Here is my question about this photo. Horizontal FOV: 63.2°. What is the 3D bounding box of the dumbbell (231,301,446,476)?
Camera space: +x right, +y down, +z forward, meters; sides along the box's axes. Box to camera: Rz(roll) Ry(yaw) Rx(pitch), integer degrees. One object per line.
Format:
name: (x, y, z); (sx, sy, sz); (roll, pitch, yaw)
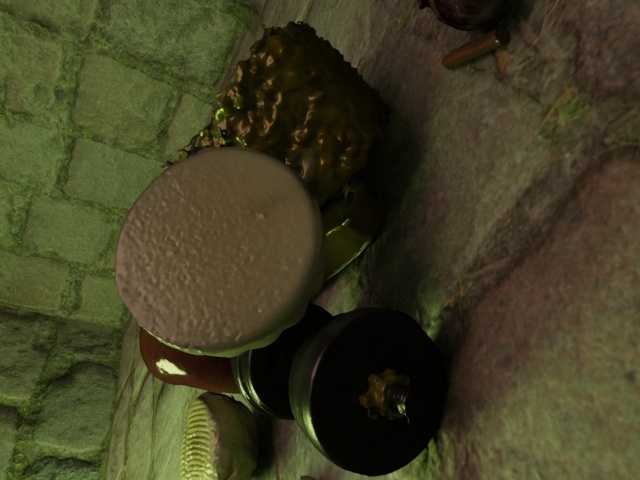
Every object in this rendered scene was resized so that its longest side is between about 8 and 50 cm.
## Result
dumbbell: (0.008, 0.172, 0.686); (0.388, 0.185, 0.185); (-5, 70, 64)

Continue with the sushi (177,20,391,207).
sushi: (-0.073, -0.164, 0.884); (0.351, 0.240, 0.396); (-46, 12, 24)

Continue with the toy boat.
toy boat: (0.000, 0.000, 0.920); (0.321, 0.089, 0.121); (-44, 29, 46)

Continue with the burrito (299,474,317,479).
burrito: (-0.042, 0.442, 0.779); (0.058, 0.045, 0.188); (-152, 78, -72)

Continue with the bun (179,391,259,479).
bun: (-0.185, 0.404, 1.001); (0.220, 0.134, 0.220); (-28, 56, 52)

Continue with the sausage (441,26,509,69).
sausage: (0.210, -0.262, 0.720); (0.116, 0.026, 0.026); (-2, 73, 65)

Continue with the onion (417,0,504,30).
onion: (0.202, -0.351, 0.713); (0.206, 0.151, 0.098); (-84, -13, -46)

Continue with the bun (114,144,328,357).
bun: (-0.108, 0.027, 0.672); (0.175, 0.263, 0.263); (61, -146, -66)

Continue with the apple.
apple: (-0.203, 0.166, 0.998); (0.306, 0.305, 0.235); (-22, 56, 60)
